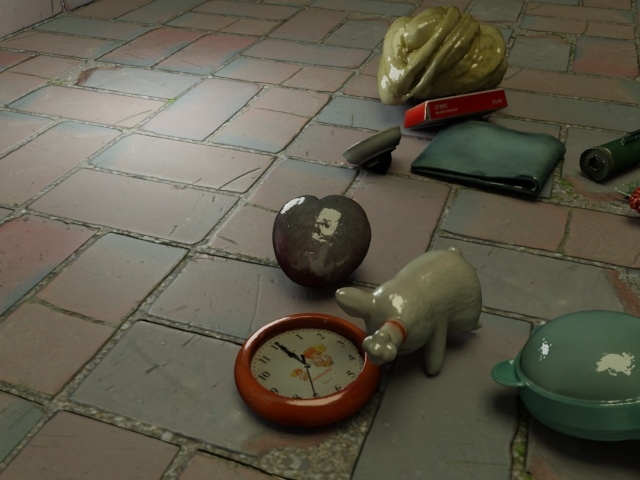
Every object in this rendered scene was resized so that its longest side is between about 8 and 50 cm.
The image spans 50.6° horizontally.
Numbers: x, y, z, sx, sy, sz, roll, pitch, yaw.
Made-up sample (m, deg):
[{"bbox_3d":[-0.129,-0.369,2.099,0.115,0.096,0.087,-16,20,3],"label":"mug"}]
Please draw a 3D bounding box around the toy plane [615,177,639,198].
[{"bbox_3d":[0.642,-0.093,1.375,0.080,0.033,0.083,0,41,-2],"label":"toy plane"}]

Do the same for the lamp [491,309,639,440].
[{"bbox_3d":[0.381,0.178,0.862,0.284,0.147,0.209,28,40,34],"label":"lamp"}]

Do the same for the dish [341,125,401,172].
[{"bbox_3d":[0.125,-0.184,1.478,0.141,0.078,0.141,-26,0,0],"label":"dish"}]

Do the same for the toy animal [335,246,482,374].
[{"bbox_3d":[0.119,0.110,0.962,0.140,0.138,0.282,29,39,31],"label":"toy animal"}]

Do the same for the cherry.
[{"bbox_3d":[0.003,0.002,1.137,0.176,0.140,0.176,-4,56,7],"label":"cherry"}]

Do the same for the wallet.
[{"bbox_3d":[0.375,-0.190,1.500,0.290,0.054,0.251,15,35,24],"label":"wallet"}]

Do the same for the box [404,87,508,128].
[{"bbox_3d":[0.327,-0.320,1.652,0.229,0.050,0.123,-13,1,-19],"label":"box"}]

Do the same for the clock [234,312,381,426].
[{"bbox_3d":[-0.018,0.177,0.946,0.205,0.051,0.205,-1,33,0],"label":"clock"}]

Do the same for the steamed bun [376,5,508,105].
[{"bbox_3d":[0.302,-0.476,1.739,0.372,0.231,0.325,-13,12,-14],"label":"steamed bun"}]

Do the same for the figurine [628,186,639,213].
[{"bbox_3d":[0.715,-0.054,1.255,0.137,0.110,0.245,-30,52,-33],"label":"figurine"}]

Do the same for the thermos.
[{"bbox_3d":[0.655,-0.194,1.483,0.187,0.083,0.073,-20,16,-30],"label":"thermos"}]
